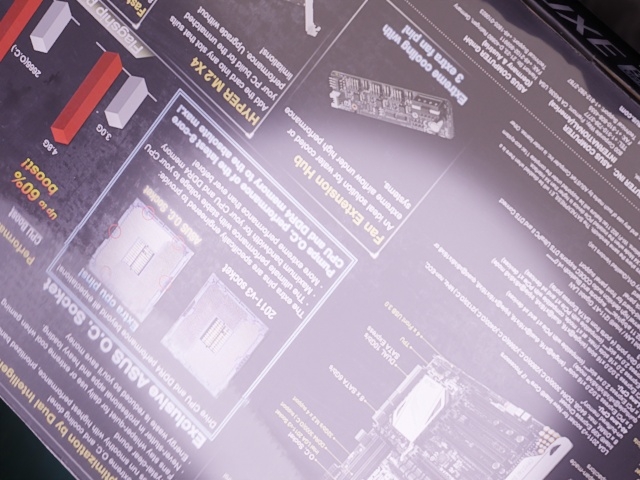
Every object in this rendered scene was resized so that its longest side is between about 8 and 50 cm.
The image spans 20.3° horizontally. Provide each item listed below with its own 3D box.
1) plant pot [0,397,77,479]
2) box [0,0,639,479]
[{"bbox_3d":[-0.240,0.120,0.750,0.252,0.247,0.247,-53,55,35],"label":"plant pot"},{"bbox_3d":[0.000,0.000,0.635,0.307,0.076,0.242,43,110,15],"label":"box"}]
